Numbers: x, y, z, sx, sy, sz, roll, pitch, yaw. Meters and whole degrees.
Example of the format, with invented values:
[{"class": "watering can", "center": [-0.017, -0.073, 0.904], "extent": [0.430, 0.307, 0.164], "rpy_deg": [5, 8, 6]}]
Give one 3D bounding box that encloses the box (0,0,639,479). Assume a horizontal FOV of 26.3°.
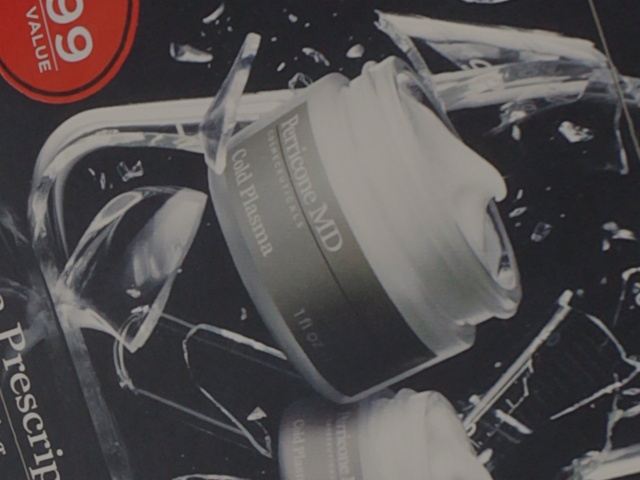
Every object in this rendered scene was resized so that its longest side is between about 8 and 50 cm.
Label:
[{"class": "box", "center": [0.024, 0.005, 0.526], "extent": [0.312, 0.179, 0.343], "rpy_deg": [-19, 89, 24]}]
